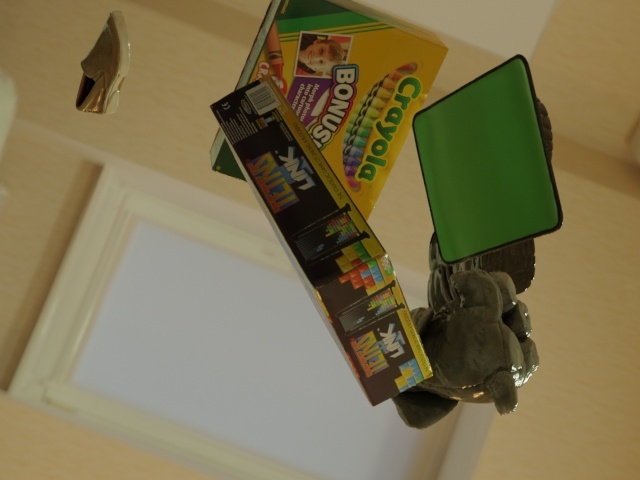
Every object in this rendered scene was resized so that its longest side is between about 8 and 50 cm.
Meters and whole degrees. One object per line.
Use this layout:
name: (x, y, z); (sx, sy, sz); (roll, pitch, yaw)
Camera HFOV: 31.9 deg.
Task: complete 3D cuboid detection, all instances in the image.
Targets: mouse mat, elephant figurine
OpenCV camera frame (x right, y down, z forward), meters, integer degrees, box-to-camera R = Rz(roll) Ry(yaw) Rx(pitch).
mouse mat: (0.143, -0.065, 0.994); (0.190, 0.007, 0.152); (-24, -105, 63)
elephant figurine: (0.125, 0.137, 1.329); (0.186, 0.239, 0.169); (2, 71, -63)

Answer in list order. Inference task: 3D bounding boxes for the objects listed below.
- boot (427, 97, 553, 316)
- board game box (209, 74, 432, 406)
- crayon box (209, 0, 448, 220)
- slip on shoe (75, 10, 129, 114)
boot: (0.235, -0.048, 1.686); (0.223, 0.118, 0.338); (142, -35, -65)
board game box: (0.000, 0.000, 0.703); (0.170, 0.048, 0.141); (59, -5, 40)
crayon box: (0.010, -0.251, 2.029); (0.106, 0.313, 0.363); (-107, -142, -62)
slip on shoe: (-0.231, -0.184, 1.179); (0.135, 0.041, 0.051); (119, -42, -51)
